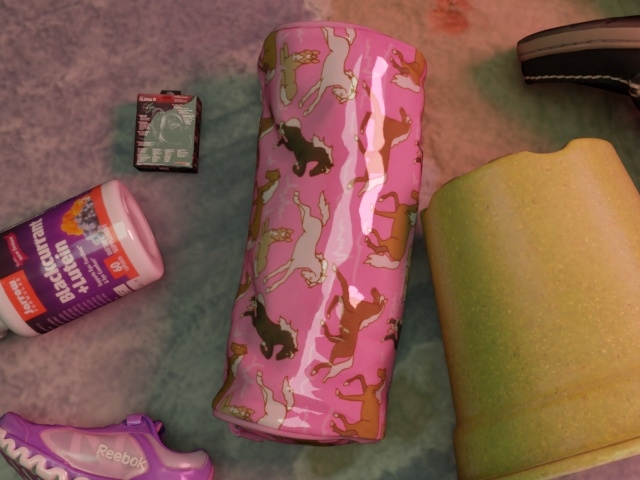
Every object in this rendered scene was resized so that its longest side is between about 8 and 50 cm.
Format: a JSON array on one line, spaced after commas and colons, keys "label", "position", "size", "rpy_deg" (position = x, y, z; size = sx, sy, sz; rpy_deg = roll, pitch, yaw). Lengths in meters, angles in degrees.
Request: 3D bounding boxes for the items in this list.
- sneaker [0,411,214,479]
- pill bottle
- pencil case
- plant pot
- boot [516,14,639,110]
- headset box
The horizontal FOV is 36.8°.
[{"label": "sneaker", "position": [-0.200, 0.209, 0.917], "size": [0.236, 0.095, 0.105], "rpy_deg": [19, 62, 16]}, {"label": "pill bottle", "position": [-0.259, 0.028, 0.926], "size": [0.193, 0.108, 0.108], "rpy_deg": [-25, 83, 0]}, {"label": "pencil case", "position": [0.000, 0.000, 0.892], "size": [0.160, 0.167, 0.386], "rpy_deg": [8, 83, -16]}, {"label": "plant pot", "position": [0.206, 0.061, 0.830], "size": [0.276, 0.276, 0.254], "rpy_deg": [-17, 77, 1]}, {"label": "boot", "position": [0.355, -0.062, 0.873], "size": [0.377, 0.138, 0.284], "rpy_deg": [8, 109, 32]}, {"label": "headset box", "position": [-0.154, -0.112, 0.974], "size": [0.062, 0.032, 0.083], "rpy_deg": [2, 83, 2]}]
